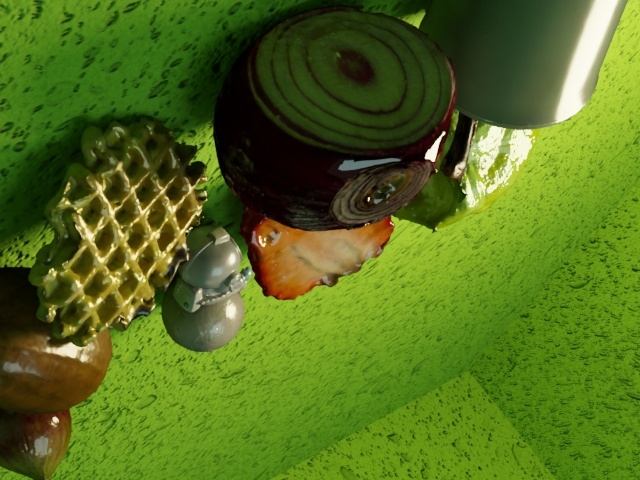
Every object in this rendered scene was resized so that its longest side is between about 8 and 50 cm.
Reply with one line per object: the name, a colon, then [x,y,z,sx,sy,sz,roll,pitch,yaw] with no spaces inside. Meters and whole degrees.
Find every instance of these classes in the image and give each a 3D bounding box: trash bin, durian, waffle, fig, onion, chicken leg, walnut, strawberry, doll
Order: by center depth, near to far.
waffle: [-0.259,-0.008,1.563,0.307,0.060,0.312,19,91,-62]
walnut: [-0.409,0.132,1.601,0.209,0.209,0.336,-40,163,6]
onion: [0.018,-0.141,1.619,0.336,0.282,0.260,-26,155,-32]
trash bin: [0.299,-0.358,1.665,0.280,0.280,0.432,-30,156,-24]
doll: [-0.191,0.073,1.963,0.151,0.151,0.287,-29,155,-25]
fig: [-0.489,0.352,1.999,0.160,0.143,0.231,-27,130,-43]
chicken leg: [0.300,-0.285,2.002,0.407,0.158,0.096,-54,-154,-11]
strawberry: [-0.029,-0.037,2.019,0.265,0.149,0.336,-36,152,14]
durian: [0.271,-0.176,2.135,0.339,0.204,0.256,-29,147,-18]

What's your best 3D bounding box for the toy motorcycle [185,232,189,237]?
toy motorcycle: [-0.237,-0.025,1.766,0.124,0.061,0.193,-36,162,-9]
